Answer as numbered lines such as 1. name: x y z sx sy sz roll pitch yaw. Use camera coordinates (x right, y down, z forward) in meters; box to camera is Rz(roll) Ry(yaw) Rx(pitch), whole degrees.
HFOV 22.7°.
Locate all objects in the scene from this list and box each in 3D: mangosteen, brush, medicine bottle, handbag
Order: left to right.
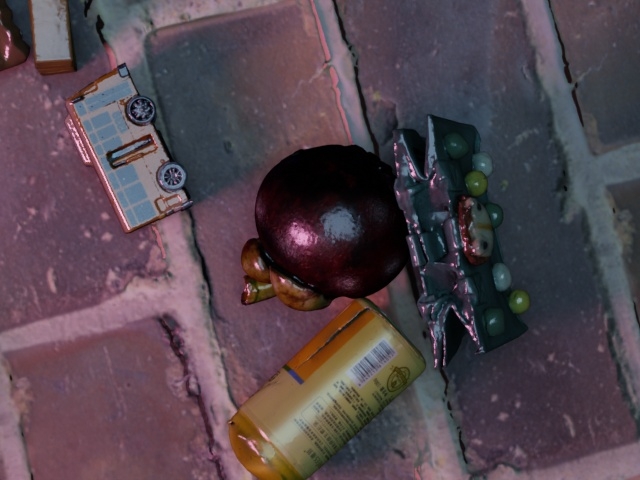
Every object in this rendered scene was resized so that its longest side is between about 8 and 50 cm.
1. brush: -0.423 -0.336 1.851 0.084 0.071 0.301 -20 90 -17
2. brush: -0.317 -0.312 1.841 0.047 0.103 0.233 -6 88 -8
3. mangosteen: 0.000 0.000 1.820 0.194 0.194 0.230 37 100 -3
4. medicine bottle: 0.001 0.181 1.842 0.239 0.124 0.124 -41 92 -6
5. handbag: 0.161 -0.003 1.781 0.100 0.274 0.268 -11 87 12

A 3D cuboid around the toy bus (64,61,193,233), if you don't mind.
1. toy bus: -0.225 -0.105 1.848 0.103 0.091 0.182 -25 92 -6
